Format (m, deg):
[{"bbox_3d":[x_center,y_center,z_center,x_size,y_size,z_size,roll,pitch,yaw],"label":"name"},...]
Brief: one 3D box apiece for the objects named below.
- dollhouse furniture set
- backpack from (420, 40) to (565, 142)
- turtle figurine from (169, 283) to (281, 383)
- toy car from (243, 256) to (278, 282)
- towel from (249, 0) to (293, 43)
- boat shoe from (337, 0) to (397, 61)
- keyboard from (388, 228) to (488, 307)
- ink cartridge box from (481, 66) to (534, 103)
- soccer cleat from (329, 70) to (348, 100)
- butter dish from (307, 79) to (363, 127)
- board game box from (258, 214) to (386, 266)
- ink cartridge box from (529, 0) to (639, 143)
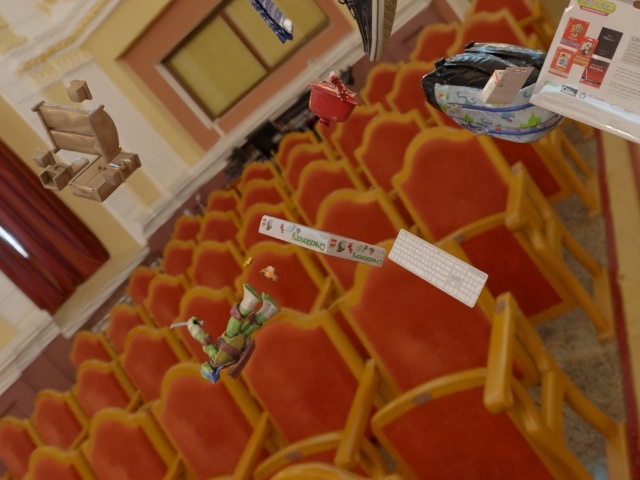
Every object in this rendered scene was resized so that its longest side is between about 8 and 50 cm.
[{"bbox_3d":[-0.624,-0.299,1.856,0.303,0.355,0.174,12,46,24],"label":"dollhouse furniture set"},{"bbox_3d":[0.498,-0.407,1.927,0.290,0.273,0.355,-31,18,-22],"label":"backpack"},{"bbox_3d":[-0.257,0.227,1.937,0.266,0.198,0.274,-48,18,6],"label":"turtle figurine"},{"bbox_3d":[-0.158,0.081,2.015,0.060,0.122,0.040,31,88,33],"label":"toy car"},{"bbox_3d":[-0.188,-0.726,2.060,0.040,0.336,0.243,-35,22,16],"label":"towel"},{"bbox_3d":[0.118,-0.716,1.966,0.156,0.500,0.187,8,55,18],"label":"boat shoe"},{"bbox_3d":[0.239,0.053,1.489,0.256,0.014,0.072,33,96,47],"label":"keyboard"},{"bbox_3d":[0.375,-0.321,1.438,0.063,0.029,0.115,-4,-26,-14],"label":"ink cartridge box"},{"bbox_3d":[0.046,-0.381,1.760,0.029,0.083,0.035,-25,43,14],"label":"soccer cleat"},{"bbox_3d":[0.027,-0.369,1.980,0.160,0.160,0.118,-69,1,-73],"label":"butter dish"},{"bbox_3d":[0.000,0.000,1.867,0.305,0.193,0.053,17,93,52],"label":"board game box"},{"bbox_3d":[0.623,-0.352,1.423,0.130,0.309,0.272,-16,-51,-52],"label":"ink cartridge box"}]
